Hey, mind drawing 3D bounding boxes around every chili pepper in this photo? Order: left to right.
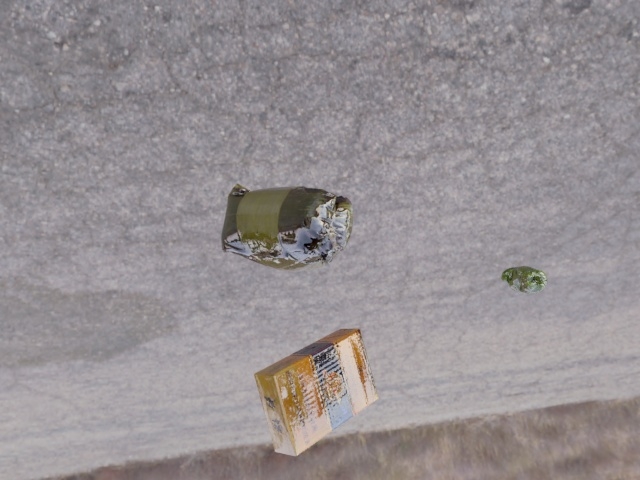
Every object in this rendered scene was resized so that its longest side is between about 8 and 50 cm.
[{"bbox_3d":[0.538,0.104,1.493,0.073,0.072,0.204,-12,-179,-6],"label":"chili pepper"}]

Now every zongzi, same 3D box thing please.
[{"bbox_3d":[0.000,0.000,1.144,0.289,0.154,0.317,5,166,45],"label":"zongzi"}]

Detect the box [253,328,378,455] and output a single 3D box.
[{"bbox_3d":[-0.001,0.276,1.090,0.070,0.152,0.237,-11,-174,44],"label":"box"}]
